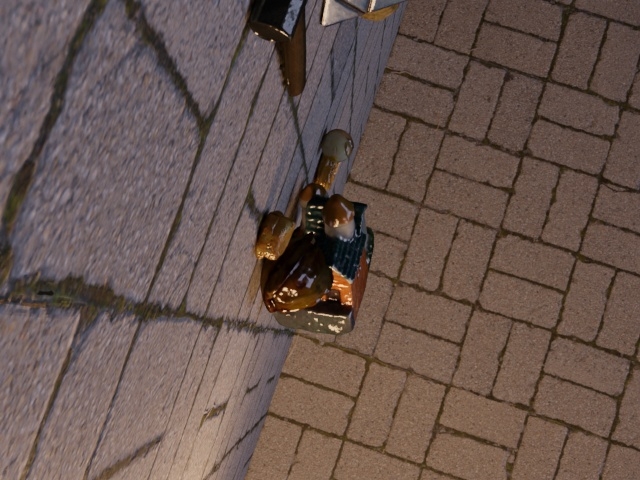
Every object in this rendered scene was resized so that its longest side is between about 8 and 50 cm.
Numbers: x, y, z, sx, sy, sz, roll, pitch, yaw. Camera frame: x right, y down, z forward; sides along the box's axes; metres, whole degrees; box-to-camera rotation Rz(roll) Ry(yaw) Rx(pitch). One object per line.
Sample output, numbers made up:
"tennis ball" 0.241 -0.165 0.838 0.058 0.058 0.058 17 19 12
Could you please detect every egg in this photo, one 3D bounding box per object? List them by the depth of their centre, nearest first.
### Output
"egg" 0.037 -0.210 1.834 0.083 0.071 0.071 -99 -155 -70

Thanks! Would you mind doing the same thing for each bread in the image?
"bread" -0.073 -0.008 1.322 0.083 0.046 0.081 107 9 -55
"bread" 0.017 -0.168 1.948 0.083 0.044 0.110 -43 154 -81

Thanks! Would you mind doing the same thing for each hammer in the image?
"hammer" -0.028 -0.222 0.922 0.365 0.044 0.111 91 17 -84

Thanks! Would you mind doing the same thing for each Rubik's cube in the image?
"Rubik's cube" 0.044 -0.380 1.114 0.190 0.211 0.178 -48 157 10

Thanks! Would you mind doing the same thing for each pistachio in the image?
"pistachio" -0.045 0.063 1.490 0.210 0.131 0.165 -21 133 -76

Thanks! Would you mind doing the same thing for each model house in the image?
"model house" 0.000 0.000 1.683 0.300 0.190 0.271 86 18 -52

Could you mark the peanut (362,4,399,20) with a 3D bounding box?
"peanut" 0.085 -0.406 1.333 0.214 0.090 0.098 -59 160 -78
